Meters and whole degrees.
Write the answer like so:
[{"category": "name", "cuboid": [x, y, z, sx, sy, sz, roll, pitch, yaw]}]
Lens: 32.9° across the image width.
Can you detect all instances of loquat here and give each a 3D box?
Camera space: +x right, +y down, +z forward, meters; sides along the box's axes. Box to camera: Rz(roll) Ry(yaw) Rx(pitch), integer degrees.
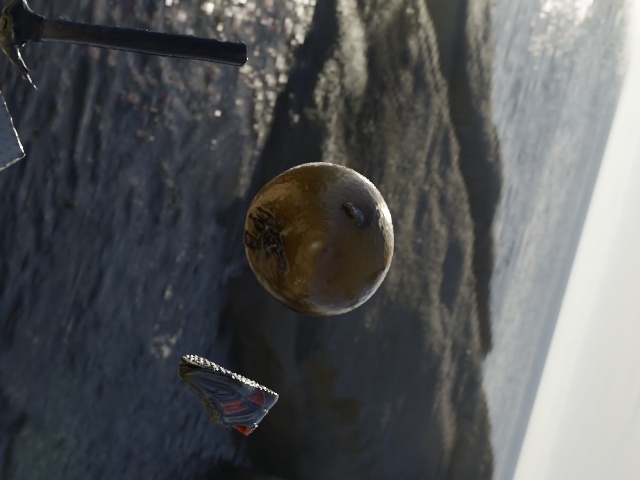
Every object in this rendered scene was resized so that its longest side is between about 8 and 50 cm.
[{"category": "loquat", "cuboid": [0.000, 0.000, 0.947, 0.141, 0.141, 0.141, 16, 90, -77]}]

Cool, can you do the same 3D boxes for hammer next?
[{"category": "hammer", "cuboid": [-0.212, -0.224, 1.216, 0.297, 0.027, 0.125, -1, 120, -35]}]

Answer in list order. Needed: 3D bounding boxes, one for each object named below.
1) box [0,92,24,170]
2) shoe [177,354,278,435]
[{"category": "box", "cuboid": [-0.451, -0.091, 0.954, 0.210, 0.330, 0.095, -40, 130, -36]}, {"category": "shoe", "cuboid": [-0.136, 0.220, 1.508, 0.194, 0.074, 0.077, 34, 80, -51]}]
